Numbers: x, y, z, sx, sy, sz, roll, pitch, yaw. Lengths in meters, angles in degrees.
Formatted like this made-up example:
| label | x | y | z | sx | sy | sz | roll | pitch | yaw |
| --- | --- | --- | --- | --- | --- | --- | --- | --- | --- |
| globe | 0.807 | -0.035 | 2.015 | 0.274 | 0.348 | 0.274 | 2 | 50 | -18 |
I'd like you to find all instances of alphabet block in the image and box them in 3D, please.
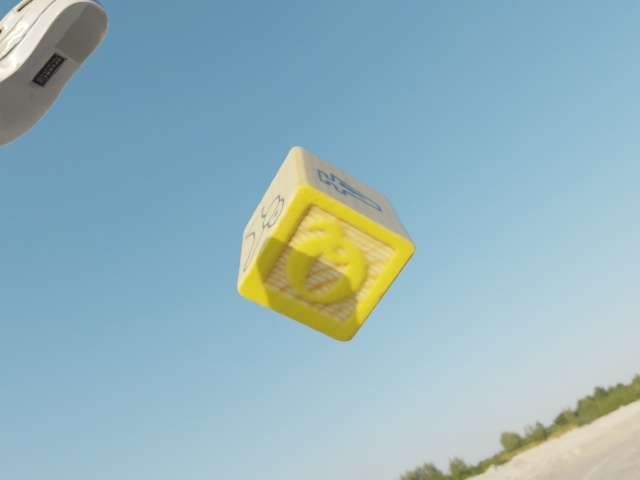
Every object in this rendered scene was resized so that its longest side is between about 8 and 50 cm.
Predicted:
| label | x | y | z | sx | sy | sz | roll | pitch | yaw |
| --- | --- | --- | --- | --- | --- | --- | --- | --- | --- |
| alphabet block | 0.000 | 0.000 | 0.802 | 0.193 | 0.197 | 0.193 | 26 | -69 | -16 |

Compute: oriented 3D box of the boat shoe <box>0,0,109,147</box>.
| label | x | y | z | sx | sy | sz | roll | pitch | yaw |
| --- | --- | --- | --- | --- | --- | --- | --- | --- | --- |
| boat shoe | -0.374 | -0.215 | 0.651 | 0.258 | 0.084 | 0.095 | -42 | -20 | 1 |
